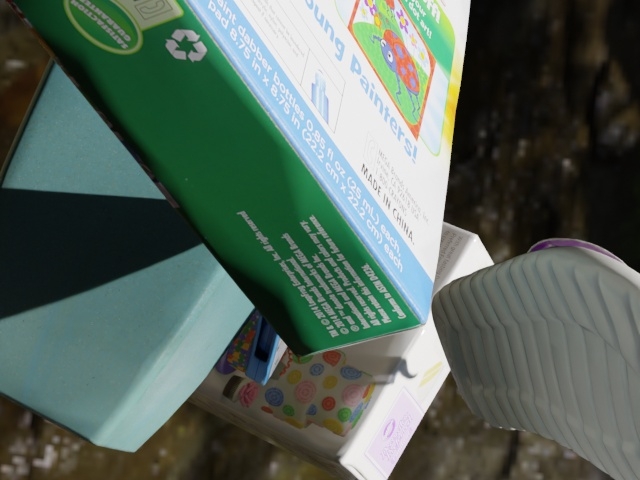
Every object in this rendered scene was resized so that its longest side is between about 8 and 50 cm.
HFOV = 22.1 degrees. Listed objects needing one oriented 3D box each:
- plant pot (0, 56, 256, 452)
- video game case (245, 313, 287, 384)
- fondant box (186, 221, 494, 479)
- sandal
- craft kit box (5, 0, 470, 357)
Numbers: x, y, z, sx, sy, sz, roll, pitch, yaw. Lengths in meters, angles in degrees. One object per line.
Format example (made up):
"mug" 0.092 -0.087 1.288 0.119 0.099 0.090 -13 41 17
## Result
"plant pot" -0.121 0.005 1.034 0.234 0.165 0.165 -62 170 -6
"video game case" 0.000 0.000 0.827 0.119 0.015 0.166 -60 175 -20
"fondant box" -0.034 0.058 1.521 0.238 0.330 0.096 -58 146 -14
"sandal" 0.192 0.067 1.155 0.169 0.102 0.416 69 -16 -10
"craft kit box" -0.030 -0.134 0.532 0.250 0.061 0.247 54 35 -33
